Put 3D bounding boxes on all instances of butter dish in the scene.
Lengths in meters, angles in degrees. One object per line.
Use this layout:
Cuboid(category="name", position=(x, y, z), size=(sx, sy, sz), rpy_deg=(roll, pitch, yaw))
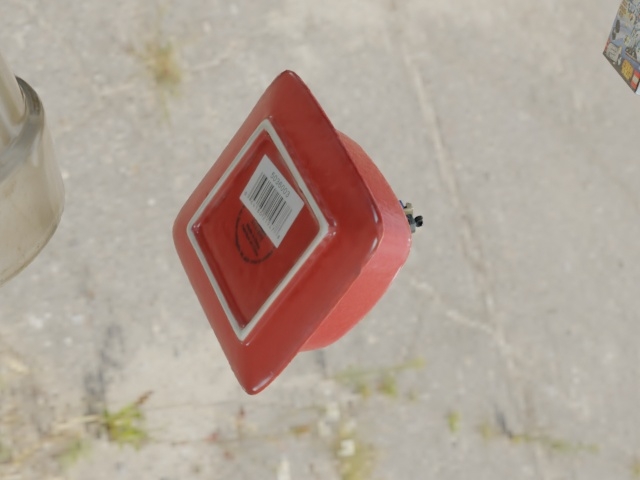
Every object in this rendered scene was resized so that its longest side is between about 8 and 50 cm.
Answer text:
Cuboid(category="butter dish", position=(0.000, 0.000, 1.078), size=(0.118, 0.160, 0.160), rpy_deg=(11, 38, -40))

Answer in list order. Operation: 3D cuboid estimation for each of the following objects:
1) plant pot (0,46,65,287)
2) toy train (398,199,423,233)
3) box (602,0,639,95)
Cuboid(category="plant pot", position=(-0.327, -0.121, 0.955), size=(0.323, 0.323, 0.280), rpy_deg=(-50, 140, -54))
Cuboid(category="toy train", position=(0.001, -0.003, 1.283), size=(0.027, 0.158, 0.036), rpy_deg=(87, -13, -51))
Cuboid(category="box", position=(0.363, -0.229, 1.884), size=(0.137, 0.027, 0.094), rpy_deg=(-105, -151, -63))
